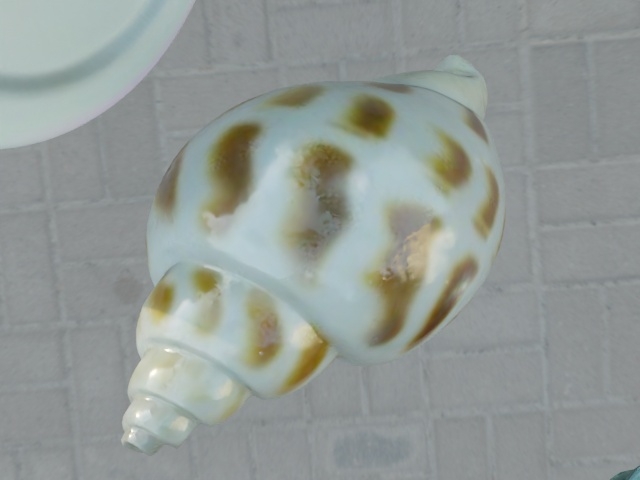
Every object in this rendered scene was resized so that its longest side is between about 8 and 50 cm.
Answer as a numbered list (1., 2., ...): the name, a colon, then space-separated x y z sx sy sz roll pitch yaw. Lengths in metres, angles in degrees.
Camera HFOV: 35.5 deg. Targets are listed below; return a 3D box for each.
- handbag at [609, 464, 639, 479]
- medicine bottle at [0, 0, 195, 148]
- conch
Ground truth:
1. handbag: 0.265 0.321 0.702 0.268 0.100 0.274 31 81 14
2. medicine bottle: -0.202 -0.185 0.439 0.240 0.252 0.253 18 98 29
3. conch: 0.000 0.001 0.528 0.274 0.183 0.149 -24 72 -23
